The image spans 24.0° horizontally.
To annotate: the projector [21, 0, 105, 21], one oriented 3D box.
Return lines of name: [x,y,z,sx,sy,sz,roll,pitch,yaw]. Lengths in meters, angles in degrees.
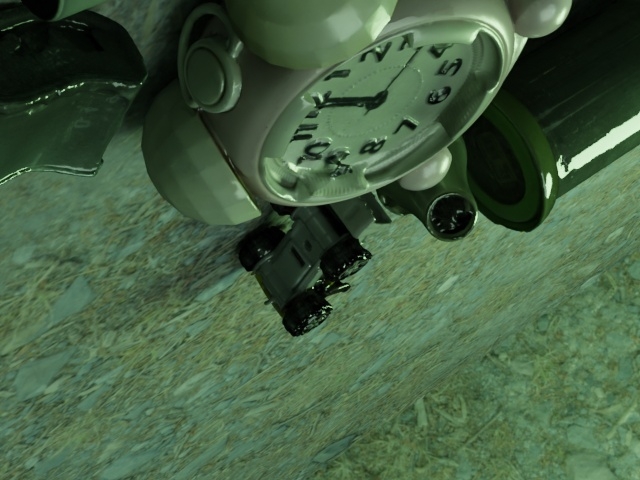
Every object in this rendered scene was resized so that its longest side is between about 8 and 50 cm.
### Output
projector: [-0.067,-0.259,1.062,0.337,0.108,0.108,-27,159,-27]

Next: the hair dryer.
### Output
hair dryer: [0.148,-0.119,1.613,0.298,0.119,0.296,-55,-162,34]

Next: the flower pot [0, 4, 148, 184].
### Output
flower pot: [-0.239,-0.105,1.123,0.229,0.103,0.108,-14,150,-49]

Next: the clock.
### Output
clock: [0.020,-0.162,1.357,0.326,0.184,0.342,-15,147,-40]

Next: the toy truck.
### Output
toy truck: [0.000,0.000,1.766,0.111,0.136,0.286,-25,161,-37]

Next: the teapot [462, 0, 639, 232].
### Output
teapot: [0.317,-0.173,1.876,0.337,0.200,0.270,-32,-173,-21]
